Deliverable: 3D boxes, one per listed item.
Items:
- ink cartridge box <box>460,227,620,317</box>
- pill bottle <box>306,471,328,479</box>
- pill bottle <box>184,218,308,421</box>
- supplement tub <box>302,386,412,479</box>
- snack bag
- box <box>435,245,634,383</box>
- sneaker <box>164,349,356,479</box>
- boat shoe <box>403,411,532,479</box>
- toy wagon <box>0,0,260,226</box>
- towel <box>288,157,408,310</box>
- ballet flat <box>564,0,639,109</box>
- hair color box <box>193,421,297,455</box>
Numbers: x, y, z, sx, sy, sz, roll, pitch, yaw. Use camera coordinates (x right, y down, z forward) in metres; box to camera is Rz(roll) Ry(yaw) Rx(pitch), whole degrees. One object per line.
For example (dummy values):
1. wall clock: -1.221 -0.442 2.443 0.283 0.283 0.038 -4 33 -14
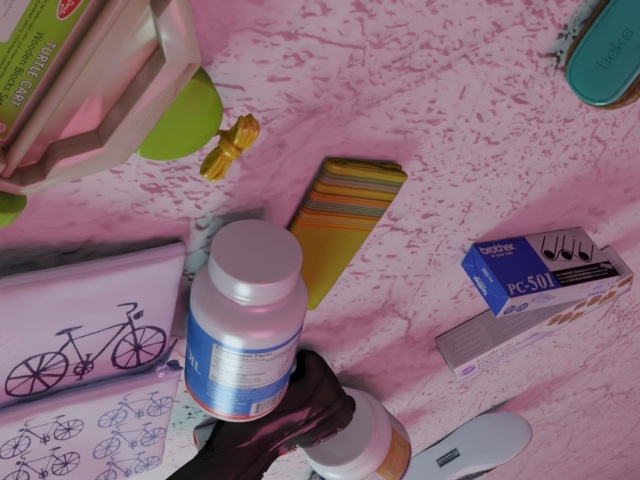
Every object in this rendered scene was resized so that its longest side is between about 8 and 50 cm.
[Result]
1. ink cartridge box: 0.308 0.041 1.024 0.207 0.097 0.046 -8 141 -26
2. pill bottle: 0.061 0.444 1.373 0.169 0.094 0.094 -40 144 17
3. pill bottle: -0.080 0.086 0.789 0.124 0.124 0.221 -10 137 -24
4. supplement tub: 0.056 0.320 1.167 0.144 0.144 0.199 -31 145 4
5. snack bag: -0.279 0.162 0.726 0.323 0.037 0.342 -11 130 -40
6. box: 0.343 0.119 1.177 0.324 0.067 0.063 -29 145 0
7. sneaker: -0.096 0.251 0.993 0.286 0.130 0.109 -31 -168 -20
8. boat shoe: 0.320 0.463 1.567 0.301 0.108 0.102 -35 145 14
9. toy wagon: -0.191 -0.122 0.500 0.344 0.068 0.267 17 126 -47
10. towel: 0.000 0.000 0.832 0.102 0.021 0.237 6 134 -31
11. ballet flat: 0.357 -0.265 0.670 0.124 0.116 0.342 -25 152 -42
12. hair color box: -0.111 0.297 1.087 0.141 0.072 0.043 -15 143 -17
